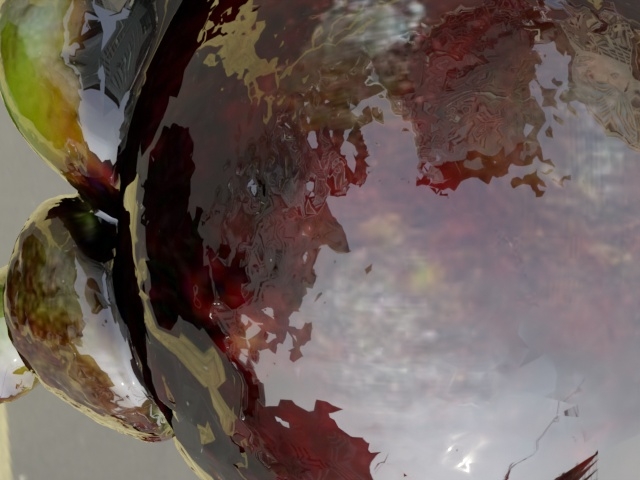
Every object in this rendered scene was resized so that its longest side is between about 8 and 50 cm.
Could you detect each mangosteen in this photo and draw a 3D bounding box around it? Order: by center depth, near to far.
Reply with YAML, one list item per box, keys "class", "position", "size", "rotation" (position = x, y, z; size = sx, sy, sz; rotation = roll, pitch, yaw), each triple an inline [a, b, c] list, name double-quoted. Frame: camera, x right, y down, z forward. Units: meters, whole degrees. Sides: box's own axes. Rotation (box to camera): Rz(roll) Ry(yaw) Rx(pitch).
- class: "mangosteen"
  position: [0.010, -0.005, 0.384]
  size: [0.184, 0.172, 0.172]
  rotation: [19, 111, -4]
